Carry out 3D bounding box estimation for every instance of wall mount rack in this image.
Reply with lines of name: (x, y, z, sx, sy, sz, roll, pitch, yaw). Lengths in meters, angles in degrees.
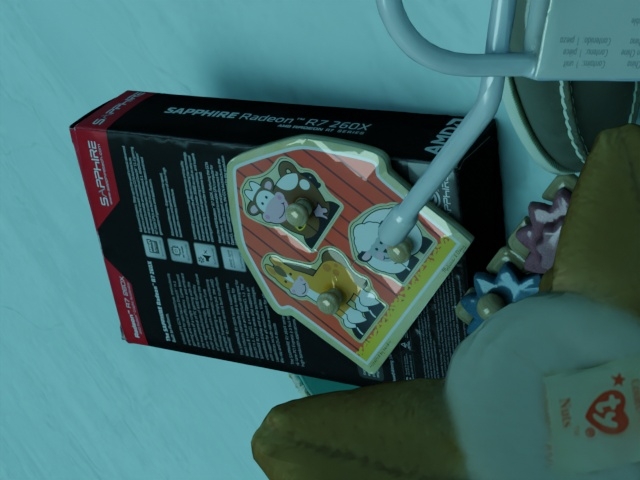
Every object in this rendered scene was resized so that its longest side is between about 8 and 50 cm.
wall mount rack: (0.171, -0.116, 0.742, 0.130, 0.350, 0.304, -126, 38, -59)

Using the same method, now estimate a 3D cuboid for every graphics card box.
graphics card box: (-0.024, 0.000, 1.128, 0.371, 0.094, 0.232, 7, 122, 30)

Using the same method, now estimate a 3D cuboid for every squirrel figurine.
squirrel figurine: (0.225, 0.189, 0.756, 0.397, 0.281, 0.370, 40, 173, 36)

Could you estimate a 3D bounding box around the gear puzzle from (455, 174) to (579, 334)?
gear puzzle: (0.259, 0.112, 0.943, 0.339, 0.044, 0.175, 37, 127, 5)

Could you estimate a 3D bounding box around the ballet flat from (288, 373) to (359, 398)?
ballet flat: (-0.012, 0.097, 1.280, 0.241, 0.091, 0.077, 50, 173, 17)

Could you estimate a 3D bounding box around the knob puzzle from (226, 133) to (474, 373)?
knob puzzle: (0.000, 0.000, 1.031, 0.213, 0.030, 0.213, 15, 125, 23)

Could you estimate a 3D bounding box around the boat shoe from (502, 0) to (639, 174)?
boat shoe: (0.173, -0.178, 0.834, 0.091, 0.109, 0.305, 19, 125, 46)
